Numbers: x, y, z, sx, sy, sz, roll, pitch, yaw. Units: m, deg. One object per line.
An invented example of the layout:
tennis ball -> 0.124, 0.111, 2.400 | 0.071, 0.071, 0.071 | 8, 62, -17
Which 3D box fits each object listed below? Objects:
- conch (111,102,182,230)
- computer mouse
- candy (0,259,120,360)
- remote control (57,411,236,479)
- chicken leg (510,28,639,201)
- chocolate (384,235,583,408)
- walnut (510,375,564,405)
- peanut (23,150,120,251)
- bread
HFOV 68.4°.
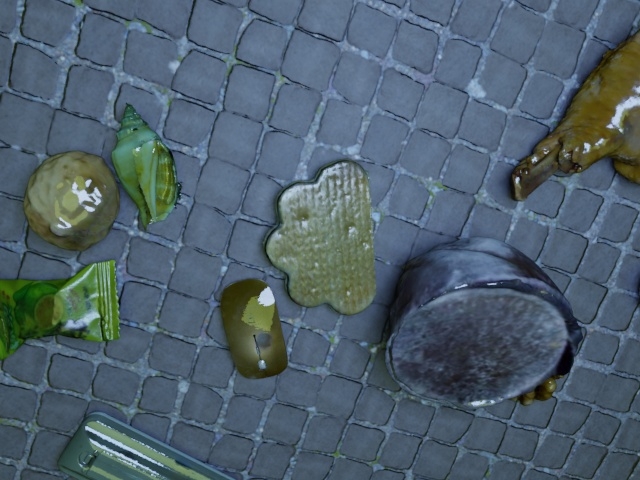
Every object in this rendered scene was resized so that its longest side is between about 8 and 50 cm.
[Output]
conch -> -0.288, -0.122, 0.776 | 0.094, 0.079, 0.201 | -24, 121, -14
computer mouse -> -0.121, 0.168, 0.868 | 0.102, 0.045, 0.199 | -10, 102, -1
candy -> -0.466, 0.121, 0.810 | 0.246, 0.069, 0.149 | -7, 97, 1
remote control -> -0.321, 0.454, 0.897 | 0.335, 0.065, 0.128 | 33, 94, -12
chicken leg -> 0.522, -0.175, 0.817 | 0.409, 0.182, 0.295 | -38, 119, 7
chocolate -> 0.251, 0.115, 0.811 | 0.303, 0.213, 0.303 | 1, 128, 1
walnut -> 0.416, 0.252, 0.931 | 0.142, 0.069, 0.170 | -11, 105, -5
peanut -> -0.396, -0.067, 0.759 | 0.140, 0.109, 0.159 | 30, 85, -22
bread -> 0.000, 0.000, 0.839 | 0.207, 0.056, 0.287 | -3, 102, -9
